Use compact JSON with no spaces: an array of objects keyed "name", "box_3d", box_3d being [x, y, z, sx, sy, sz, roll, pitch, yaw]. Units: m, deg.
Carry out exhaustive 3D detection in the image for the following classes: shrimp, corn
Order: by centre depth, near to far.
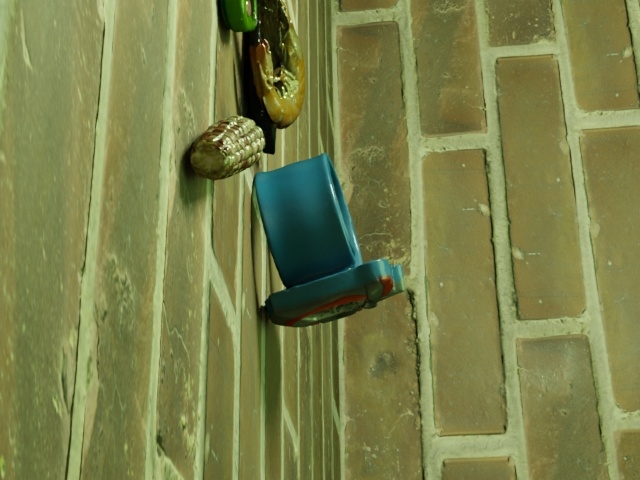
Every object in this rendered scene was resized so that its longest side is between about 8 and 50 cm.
[{"name":"corn","box_3d":[-0.121,-0.115,1.615,0.237,0.079,0.080,-55,141,-76]},{"name":"shrimp","box_3d":[-0.073,-0.293,2.015,0.150,0.068,0.249,-56,139,-59]}]

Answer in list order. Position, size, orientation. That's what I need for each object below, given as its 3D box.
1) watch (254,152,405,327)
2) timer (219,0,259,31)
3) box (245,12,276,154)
[{"name":"watch","box_3d":[0.000,0.000,2.180,0.305,0.241,0.275,50,23,-82]},{"name":"timer","box_3d":[-0.124,-0.380,1.894,0.128,0.047,0.140,-60,146,-78]},{"name":"box","box_3d":[-0.097,-0.273,2.152,0.212,0.042,0.201,80,8,-55]}]
